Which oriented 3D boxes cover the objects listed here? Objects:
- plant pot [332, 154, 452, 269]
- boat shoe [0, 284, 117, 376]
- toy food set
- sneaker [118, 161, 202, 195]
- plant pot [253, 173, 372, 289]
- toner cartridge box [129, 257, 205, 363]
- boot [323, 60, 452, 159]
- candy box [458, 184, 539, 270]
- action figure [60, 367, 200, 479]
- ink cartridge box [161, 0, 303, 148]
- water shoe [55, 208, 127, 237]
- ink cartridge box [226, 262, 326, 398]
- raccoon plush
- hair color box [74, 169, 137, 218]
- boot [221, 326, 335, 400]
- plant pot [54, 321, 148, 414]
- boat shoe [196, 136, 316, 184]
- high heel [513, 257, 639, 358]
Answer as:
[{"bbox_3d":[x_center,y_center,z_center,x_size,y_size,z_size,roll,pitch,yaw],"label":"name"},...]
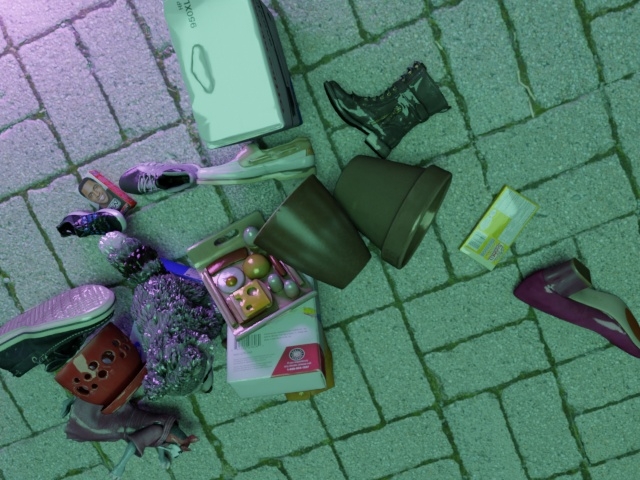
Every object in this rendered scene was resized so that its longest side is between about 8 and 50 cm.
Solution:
[{"bbox_3d":[0.158,-0.092,1.305,0.229,0.263,0.263,28,104,15],"label":"plant pot"},{"bbox_3d":[-0.696,0.248,1.414,0.501,0.186,0.156,-22,111,28],"label":"boat shoe"},{"bbox_3d":[-0.175,0.079,1.319,0.220,0.306,0.092,-30,144,-11],"label":"toy food set"},{"bbox_3d":[-0.420,-0.155,1.361,0.229,0.132,0.086,-7,102,4],"label":"sneaker"},{"bbox_3d":[0.000,0.000,1.253,0.230,0.215,0.215,41,102,1],"label":"plant pot"},{"bbox_3d":[-0.425,0.237,1.482,0.165,0.075,0.347,18,104,1],"label":"toner cartridge box"},{"bbox_3d":[0.163,-0.354,1.317,0.229,0.091,0.263,-44,101,6],"label":"boot"},{"bbox_3d":[0.462,-0.032,1.395,0.105,0.027,0.205,32,103,-7],"label":"candy box"},{"bbox_3d":[-0.519,0.519,1.524,0.371,0.248,0.275,8,76,2],"label":"action figure"},{"bbox_3d":[-0.166,-0.364,1.164,0.166,0.395,0.285,-14,102,7],"label":"ink cartridge box"},{"bbox_3d":[-0.596,-0.033,1.399,0.203,0.080,0.072,-2,124,26],"label":"water shoe"},{"bbox_3d":[-0.110,0.220,1.343,0.226,0.306,0.131,-8,143,5],"label":"ink cartridge box"},{"bbox_3d":[-0.419,0.194,1.279,0.447,0.299,0.216,34,103,-3],"label":"raccoon plush"},{"bbox_3d":[-0.569,-0.115,1.425,0.141,0.043,0.072,38,103,-5],"label":"hair color box"},{"bbox_3d":[-0.113,0.345,1.476,0.295,0.104,0.211,-7,102,1],"label":"boot"},{"bbox_3d":[-0.550,0.334,1.385,0.191,0.191,0.174,-43,102,11],"label":"plant pot"},{"bbox_3d":[-0.165,-0.198,1.355,0.303,0.113,0.103,-8,101,-6],"label":"boat shoe"},{"bbox_3d":[0.694,0.202,1.419,0.377,0.127,0.181,45,130,-11],"label":"high heel"}]
